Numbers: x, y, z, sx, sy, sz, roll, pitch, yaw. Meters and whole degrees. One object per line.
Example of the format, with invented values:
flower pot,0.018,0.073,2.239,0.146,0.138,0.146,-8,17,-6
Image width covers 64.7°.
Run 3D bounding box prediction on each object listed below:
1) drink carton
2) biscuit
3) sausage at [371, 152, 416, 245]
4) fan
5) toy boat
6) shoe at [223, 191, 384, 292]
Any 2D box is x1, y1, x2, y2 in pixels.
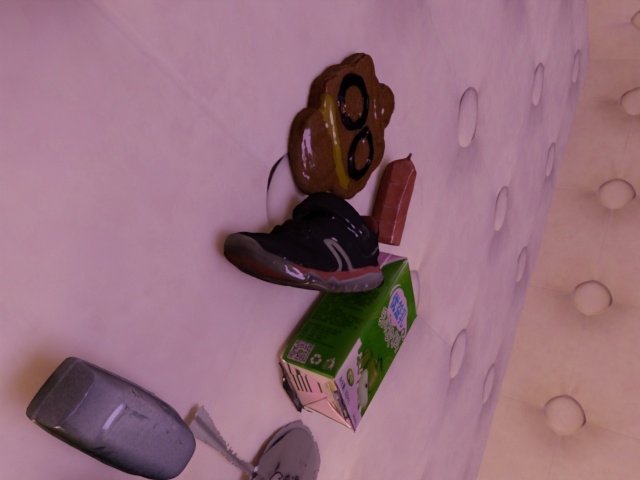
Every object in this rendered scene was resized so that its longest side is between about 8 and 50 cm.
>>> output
drink carton,0.055,0.155,0.838,0.271,0.108,0.161,-52,141,-36
biscuit,0.050,-0.172,0.794,0.290,0.041,0.208,-45,135,-39
sausage,0.134,-0.077,0.930,0.065,0.065,0.169,21,83,-56
fan,-0.087,0.358,0.751,0.233,0.012,0.414,-66,146,-33
toy boat,-0.195,0.189,0.514,0.078,0.085,0.260,-59,153,-25
shoe,0.000,0.000,0.698,0.291,0.114,0.136,7,89,-52
